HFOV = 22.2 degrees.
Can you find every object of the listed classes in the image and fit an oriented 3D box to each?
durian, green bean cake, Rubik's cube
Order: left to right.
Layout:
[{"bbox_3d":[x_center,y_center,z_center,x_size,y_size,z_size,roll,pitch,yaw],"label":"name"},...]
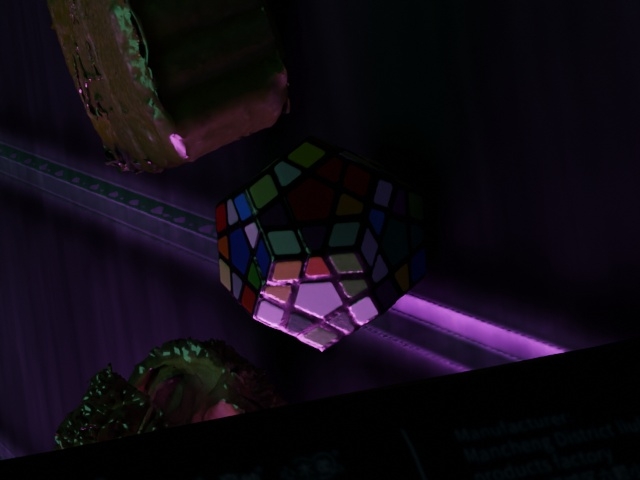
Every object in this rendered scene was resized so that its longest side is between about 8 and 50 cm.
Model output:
[{"bbox_3d":[-0.119,-0.160,1.153,0.200,0.113,0.214,4,114,67],"label":"green bean cake"},{"bbox_3d":[-0.106,0.169,1.169,0.167,0.196,0.196,42,134,50],"label":"durian"},{"bbox_3d":[0.000,0.000,0.989,0.133,0.111,0.133,33,128,57],"label":"Rubik's cube"}]

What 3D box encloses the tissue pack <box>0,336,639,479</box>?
[{"bbox_3d":[0.045,0.197,0.600,0.264,0.416,0.253,69,152,25],"label":"tissue pack"}]
